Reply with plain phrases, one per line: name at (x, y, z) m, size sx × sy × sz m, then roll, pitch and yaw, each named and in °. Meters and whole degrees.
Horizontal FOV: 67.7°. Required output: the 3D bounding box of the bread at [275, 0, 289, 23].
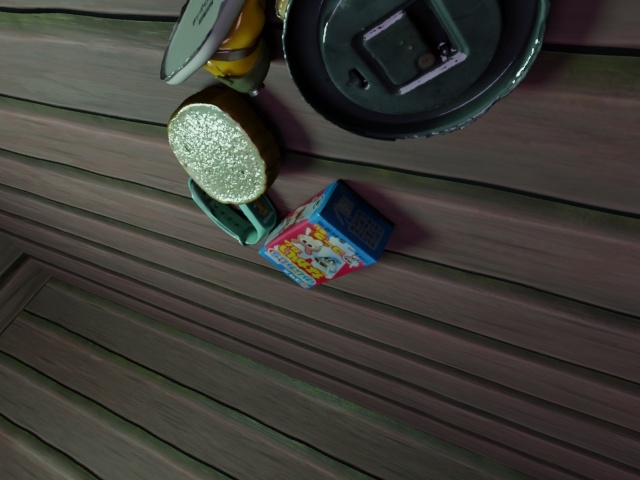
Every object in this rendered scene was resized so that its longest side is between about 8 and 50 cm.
bread at (0.018, -0.293, 0.580) m, size 0.125 × 0.082 × 0.106 m, roll 39°, pitch 138°, yaw 4°

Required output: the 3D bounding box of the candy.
candy at (0.000, 0.001, 1.030) m, size 0.157 × 0.100 × 0.305 m, roll 38°, pitch 151°, yaw -16°

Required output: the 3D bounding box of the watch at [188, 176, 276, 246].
watch at (-0.202, -0.080, 1.115) m, size 0.195 × 0.068 × 0.237 m, roll 3°, pitch 140°, yaw 41°

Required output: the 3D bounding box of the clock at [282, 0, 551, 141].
clock at (0.098, -0.226, 0.525) m, size 0.280 × 0.056 × 0.281 m, roll 1°, pitch 147°, yaw 0°

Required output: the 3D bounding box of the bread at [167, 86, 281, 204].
bread at (-0.182, -0.175, 0.908) m, size 0.236 × 0.070 × 0.236 m, roll 19°, pitch 139°, yaw 17°

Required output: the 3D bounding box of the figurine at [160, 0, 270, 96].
figurine at (-0.103, -0.289, 0.659) m, size 0.141 × 0.167 × 0.250 m, roll 21°, pitch 146°, yaw -35°
